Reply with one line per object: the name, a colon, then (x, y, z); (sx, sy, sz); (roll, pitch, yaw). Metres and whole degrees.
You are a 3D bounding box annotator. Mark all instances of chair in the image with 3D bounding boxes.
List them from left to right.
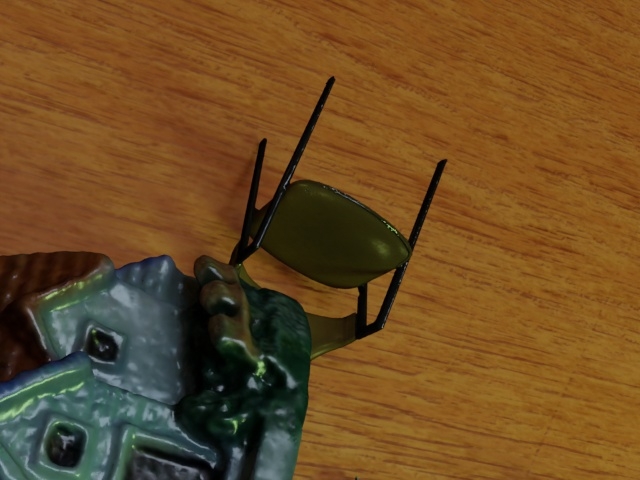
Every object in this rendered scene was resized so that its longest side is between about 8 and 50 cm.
chair: (0.000, 0.000, 1.220); (0.158, 0.172, 0.247); (33, 48, -21)

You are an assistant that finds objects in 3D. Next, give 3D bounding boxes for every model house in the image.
model house: (-0.207, 0.122, 0.971); (0.329, 0.251, 0.295); (24, 58, -18)

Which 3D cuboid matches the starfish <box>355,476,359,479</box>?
starfish: (0.109, 0.341, 1.114); (0.327, 0.375, 0.094); (37, 77, 27)
